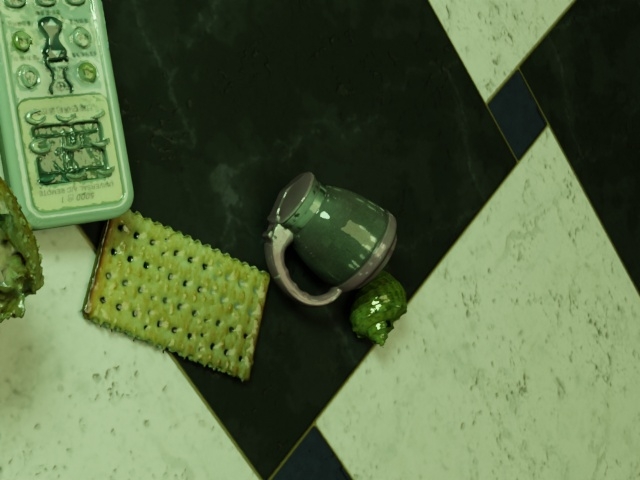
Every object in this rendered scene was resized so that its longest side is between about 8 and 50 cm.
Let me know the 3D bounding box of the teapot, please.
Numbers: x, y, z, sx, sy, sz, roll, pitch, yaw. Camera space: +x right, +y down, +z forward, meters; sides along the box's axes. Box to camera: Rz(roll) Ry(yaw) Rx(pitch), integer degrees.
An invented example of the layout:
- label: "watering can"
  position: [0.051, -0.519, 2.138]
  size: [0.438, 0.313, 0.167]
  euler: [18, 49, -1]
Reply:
- label: "teapot"
  position: [0.000, -0.005, 1.460]
  size: [0.146, 0.116, 0.148]
  euler: [37, 103, -18]

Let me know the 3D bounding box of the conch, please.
- label: "conch"
  position: [0.073, 0.079, 1.538]
  size: [0.089, 0.074, 0.121]
  euler: [55, 25, -62]

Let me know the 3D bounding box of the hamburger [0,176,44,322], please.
- label: "hamburger"
  position: [-0.349, -0.013, 1.076]
  size: [0.215, 0.189, 0.122]
  euler: [56, 42, -19]

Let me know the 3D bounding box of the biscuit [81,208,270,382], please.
- label: "biscuit"
  position: [-0.156, 0.061, 1.351]
  size: [0.231, 0.016, 0.139]
  euler: [26, 67, -38]

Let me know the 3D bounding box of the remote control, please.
- label: "remote control"
  position: [-0.279, -0.181, 1.236]
  size: [0.128, 0.065, 0.335]
  euler: [-10, 90, -35]
